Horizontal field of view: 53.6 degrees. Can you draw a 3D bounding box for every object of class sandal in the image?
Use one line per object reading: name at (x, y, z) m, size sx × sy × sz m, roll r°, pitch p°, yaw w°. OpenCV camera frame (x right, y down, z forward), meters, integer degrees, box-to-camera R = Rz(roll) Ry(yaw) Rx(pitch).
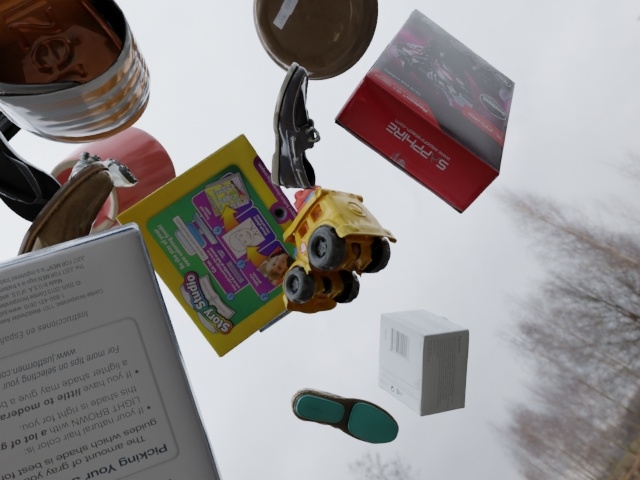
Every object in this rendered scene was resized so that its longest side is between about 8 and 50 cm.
sandal at (-0.563, -0.119, 1.142) m, size 0.097 × 0.054 × 0.254 m, roll -41°, pitch -66°, yaw 1°
sandal at (-0.165, -0.120, 0.371) m, size 0.102 × 0.076 × 0.265 m, roll -37°, pitch -21°, yaw -10°

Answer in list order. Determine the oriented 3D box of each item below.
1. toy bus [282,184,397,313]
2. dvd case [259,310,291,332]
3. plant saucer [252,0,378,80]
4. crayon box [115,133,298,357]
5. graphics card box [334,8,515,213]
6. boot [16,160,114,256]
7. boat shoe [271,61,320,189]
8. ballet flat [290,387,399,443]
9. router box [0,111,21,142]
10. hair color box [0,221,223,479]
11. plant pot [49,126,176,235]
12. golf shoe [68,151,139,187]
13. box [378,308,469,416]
toy bus at (0.000, 0.000, 1.185) m, size 0.149 × 0.211 × 0.220 m, roll 4°, pitch -46°, yaw -43°
dvd case at (-0.111, 0.112, 1.756) m, size 0.253 × 0.180 × 0.022 m, roll -33°, pitch -13°, yaw -11°
plant saucer at (-0.020, -0.465, 1.287) m, size 0.041 × 0.278 × 0.277 m, roll -41°, pitch -30°, yaw -61°
crayon box at (-0.195, 0.010, 1.356) m, size 0.313 × 0.106 × 0.363 m, roll -35°, pitch -79°, yaw -8°
graphics card box at (0.185, -0.224, 1.010) m, size 0.094 × 0.233 × 0.371 m, roll -52°, pitch 5°, yaw 37°
boot at (-0.345, 0.039, 0.852) m, size 0.305 × 0.115 × 0.112 m, roll -57°, pitch -3°, yaw 7°
boat shoe at (-0.026, -0.151, 0.875) m, size 0.206 × 0.065 × 0.075 m, roll 99°, pitch -167°, yaw -48°
ballet flat at (0.041, 0.303, 1.122) m, size 0.206 × 0.067 × 0.073 m, roll 24°, pitch -93°, yaw -15°
router box at (-0.719, -0.230, 1.304) m, size 0.179 × 0.133 × 0.046 m, roll -59°, pitch -2°, yaw -30°
hair color box at (-0.163, 0.176, 0.459) m, size 0.174 × 0.105 × 0.347 m, roll -17°, pitch -82°, yaw -14°
plant pot at (-0.544, -0.141, 1.619) m, size 0.243 × 0.275 × 0.275 m, roll -57°, pitch -15°, yaw -65°
golf shoe at (-0.476, -0.131, 1.384) m, size 0.094 × 0.198 × 0.077 m, roll -58°, pitch -43°, yaw -21°
box at (0.222, 0.261, 1.387) m, size 0.119 × 0.181 × 0.181 m, roll -4°, pitch -80°, yaw -24°
